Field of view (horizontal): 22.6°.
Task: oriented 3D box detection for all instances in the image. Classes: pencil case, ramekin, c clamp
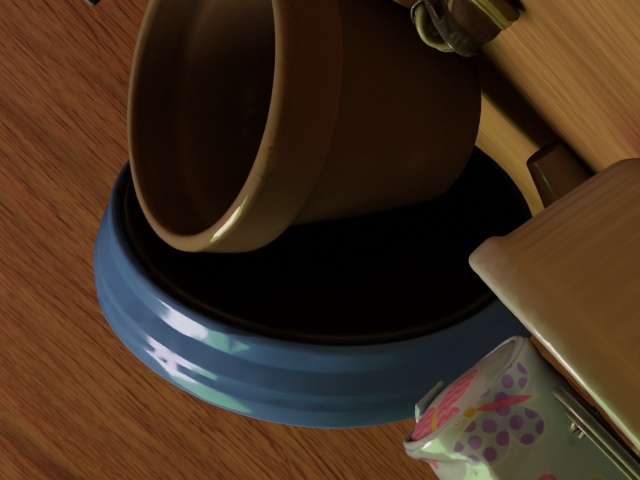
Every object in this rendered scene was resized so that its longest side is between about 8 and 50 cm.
[{"bbox_3d":[0.181,0.190,1.063,0.273,0.113,0.124,46,167,-2],"label":"pencil case"},{"bbox_3d":[0.223,0.068,0.956,0.273,0.127,0.273,46,-176,-4],"label":"ramekin"},{"bbox_3d":[0.193,0.146,0.948,0.161,0.022,0.137,47,-176,8],"label":"c clamp"}]

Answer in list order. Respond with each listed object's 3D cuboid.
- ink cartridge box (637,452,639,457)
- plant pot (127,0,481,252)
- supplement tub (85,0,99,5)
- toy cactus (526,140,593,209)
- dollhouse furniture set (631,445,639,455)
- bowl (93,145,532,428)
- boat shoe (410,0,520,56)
[{"bbox_3d":[0.311,0.156,1.207,0.086,0.148,0.203,45,-176,11],"label":"ink cartridge box"},{"bbox_3d":[-0.001,-0.111,1.298,0.229,0.263,0.263,7,-153,-32],"label":"plant pot"},{"bbox_3d":[-0.129,-0.271,1.215,0.106,0.198,0.106,46,-179,-1],"label":"supplement tub"},{"bbox_3d":[0.222,0.006,1.320,0.180,0.112,0.219,56,-170,-10],"label":"toy cactus"},{"bbox_3d":[0.545,0.286,1.664,0.303,0.174,0.355,59,152,-6],"label":"dollhouse furniture set"},{"bbox_3d":[0.000,0.000,1.386,0.391,0.391,0.077,49,145,42],"label":"bowl"},{"bbox_3d":[0.079,-0.143,0.986,0.056,0.049,0.152,46,-176,-10],"label":"boat shoe"}]
